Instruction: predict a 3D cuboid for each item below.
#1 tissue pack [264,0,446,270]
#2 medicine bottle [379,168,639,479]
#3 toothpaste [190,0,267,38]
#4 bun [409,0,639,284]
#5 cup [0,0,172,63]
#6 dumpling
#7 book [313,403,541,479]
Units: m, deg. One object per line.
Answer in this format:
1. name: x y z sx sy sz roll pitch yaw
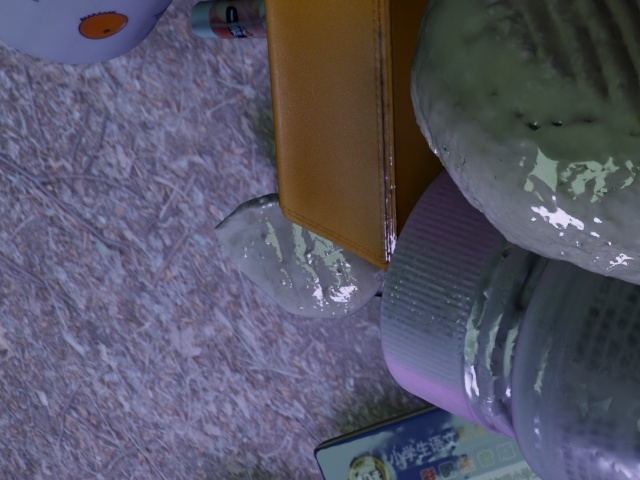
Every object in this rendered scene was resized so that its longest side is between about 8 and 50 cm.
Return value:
1. tissue pack: 0.061 -0.148 1.399 0.145 0.194 0.274 23 133 33
2. medicine bottle: 0.231 0.072 1.345 0.325 0.256 0.256 20 132 34
3. toothpaste: -0.029 -0.196 1.587 0.205 0.036 0.056 3 120 40
4. bun: 0.235 -0.102 1.150 0.360 0.360 0.211 29 144 28
5. cup: -0.164 -0.314 1.491 0.212 0.212 0.317 51 141 3
6. dumpling: 0.001 0.001 1.661 0.176 0.092 0.150 37 143 18
7. book: 0.186 0.340 1.609 0.300 0.039 0.428 -21 86 29
